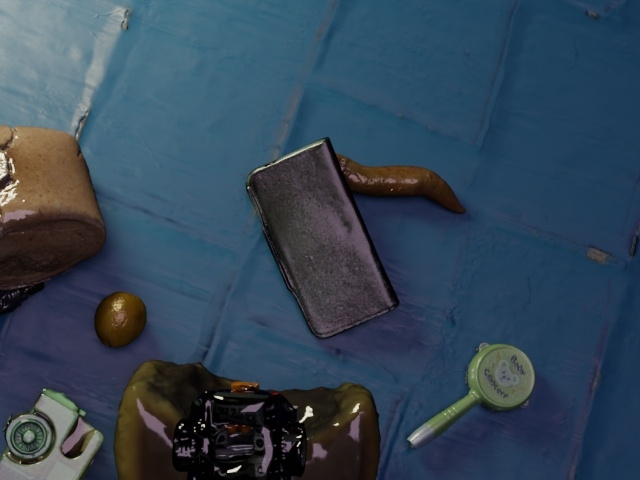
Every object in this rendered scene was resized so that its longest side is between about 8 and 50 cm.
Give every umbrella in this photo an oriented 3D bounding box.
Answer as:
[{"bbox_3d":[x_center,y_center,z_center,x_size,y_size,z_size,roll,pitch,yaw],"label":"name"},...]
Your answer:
[{"bbox_3d":[-0.551,0.119,1.781,0.224,0.071,0.080,-30,116,-19],"label":"umbrella"}]

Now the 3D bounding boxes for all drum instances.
[{"bbox_3d":[0.271,0.288,1.885,0.130,0.049,0.253,40,75,1],"label":"drum"}]

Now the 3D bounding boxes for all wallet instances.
[{"bbox_3d":[0.000,0.000,1.884,0.172,0.045,0.318,-24,89,2],"label":"wallet"}]

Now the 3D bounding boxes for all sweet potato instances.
[{"bbox_3d":[0.130,-0.104,1.938,0.281,0.059,0.067,9,86,-6],"label":"sweet potato"}]

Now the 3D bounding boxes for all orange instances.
[{"bbox_3d":[-0.330,0.131,1.804,0.085,0.085,0.095,23,80,-4],"label":"orange"}]

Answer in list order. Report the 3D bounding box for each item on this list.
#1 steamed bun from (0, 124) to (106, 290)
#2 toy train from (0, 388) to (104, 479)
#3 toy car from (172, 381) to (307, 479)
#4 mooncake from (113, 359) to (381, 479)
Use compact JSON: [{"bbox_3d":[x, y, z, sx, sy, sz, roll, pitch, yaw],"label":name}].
[{"bbox_3d":[-0.509,-0.063,1.738,0.301,0.199,0.251,-15,70,-13],"label":"steamed bun"},{"bbox_3d":[-0.466,0.392,1.708,0.159,0.129,0.326,32,75,-8],"label":"toy train"},{"bbox_3d":[-0.107,0.350,1.540,0.193,0.118,0.301,1,91,8],"label":"toy car"},{"bbox_3d":[-0.123,0.312,1.713,0.393,0.246,0.394,-43,88,-5],"label":"mooncake"}]
